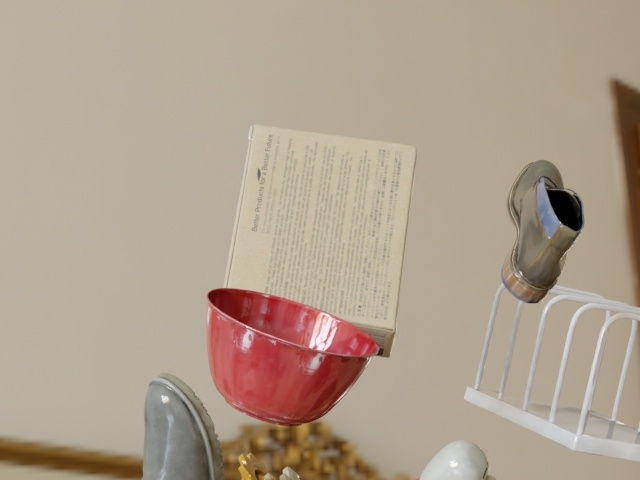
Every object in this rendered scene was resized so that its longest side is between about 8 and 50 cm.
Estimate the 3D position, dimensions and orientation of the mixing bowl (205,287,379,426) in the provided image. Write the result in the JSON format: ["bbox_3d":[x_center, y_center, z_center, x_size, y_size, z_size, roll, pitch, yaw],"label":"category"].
[{"bbox_3d":[-0.043,0.124,1.639,0.181,0.098,0.181,18,10,-3],"label":"mixing bowl"}]

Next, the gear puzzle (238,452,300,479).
[{"bbox_3d":[-0.002,0.389,2.098,0.044,0.175,0.339,-37,-57,11],"label":"gear puzzle"}]

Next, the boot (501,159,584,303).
[{"bbox_3d":[0.259,-0.037,1.802,0.082,0.219,0.106,24,-47,-10],"label":"boot"}]

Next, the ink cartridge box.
[{"bbox_3d":[0.000,0.000,1.829,0.193,0.235,0.088,8,-26,2],"label":"ink cartridge box"}]

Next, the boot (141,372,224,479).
[{"bbox_3d":[-0.175,0.238,1.403,0.208,0.190,0.076,-27,19,-36],"label":"boot"}]

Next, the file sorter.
[{"bbox_3d":[0.339,0.159,2.016,0.192,0.173,0.277,12,3,-23],"label":"file sorter"}]

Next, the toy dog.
[{"bbox_3d":[0.160,0.412,2.296,0.161,0.220,0.333,28,-24,-10],"label":"toy dog"}]
